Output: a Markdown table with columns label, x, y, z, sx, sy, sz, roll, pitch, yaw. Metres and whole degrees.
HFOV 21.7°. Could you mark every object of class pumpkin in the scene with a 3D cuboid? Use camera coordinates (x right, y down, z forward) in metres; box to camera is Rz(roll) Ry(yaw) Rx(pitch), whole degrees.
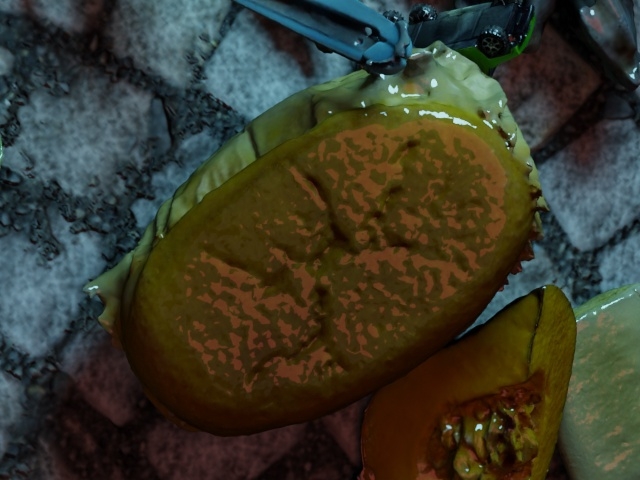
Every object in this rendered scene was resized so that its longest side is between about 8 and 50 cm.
| label | x | y | z | sx | sy | sz | roll | pitch | yaw |
| --- | --- | --- | --- | --- | --- | --- | --- | --- | --- |
| pumpkin | 0.132 | 0.146 | 1.515 | 0.163 | 0.111 | 0.278 | 18 | 107 | 30 |

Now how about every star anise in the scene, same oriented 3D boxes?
| label | x | y | z | sx | sy | sz | roll | pitch | yaw |
| --- | --- | --- | --- | --- | --- | --- | --- | --- | --- |
| star anise | 0.198 | -0.296 | 1.477 | 0.316 | 0.139 | 0.359 | -24 | 96 | 11 |

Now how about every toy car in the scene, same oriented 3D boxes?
| label | x | y | z | sx | sy | sz | roll | pitch | yaw |
| --- | --- | --- | --- | --- | --- | --- | --- | --- | --- |
| toy car | 0.113 | -0.168 | 1.460 | 0.062 | 0.165 | 0.071 | 57 | 39 | -34 |

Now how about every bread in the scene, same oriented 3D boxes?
| label | x | y | z | sx | sy | sz | roll | pitch | yaw |
| --- | --- | --- | --- | --- | --- | --- | --- | --- | --- |
| bread | 0.009 | 0.008 | 1.398 | 0.388 | 0.183 | 0.236 | -38 | 112 | 11 |
| bread | 0.269 | 0.143 | 1.567 | 0.139 | 0.060 | 0.178 | -22 | 99 | -9 |

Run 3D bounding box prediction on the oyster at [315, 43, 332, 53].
| label | x | y | z | sx | sy | sz | roll | pitch | yaw |
| --- | --- | --- | --- | --- | --- | --- | --- | --- | --- |
| oyster | -0.059 | -0.323 | 1.455 | 0.128 | 0.078 | 0.345 | -25 | 102 | 11 |

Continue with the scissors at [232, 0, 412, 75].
| label | x | y | z | sx | sy | sz | roll | pitch | yaw |
| --- | --- | --- | --- | --- | --- | --- | --- | --- | --- |
| scissors | -0.080 | -0.240 | 1.364 | 0.393 | 0.032 | 0.180 | 33 | 93 | 24 |

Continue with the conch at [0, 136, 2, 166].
| label | x | y | z | sx | sy | sz | roll | pitch | yaw |
| --- | --- | --- | --- | --- | --- | --- | --- | --- | --- |
| conch | -0.370 | -0.040 | 1.380 | 0.181 | 0.124 | 0.187 | 29 | 64 | -5 |
